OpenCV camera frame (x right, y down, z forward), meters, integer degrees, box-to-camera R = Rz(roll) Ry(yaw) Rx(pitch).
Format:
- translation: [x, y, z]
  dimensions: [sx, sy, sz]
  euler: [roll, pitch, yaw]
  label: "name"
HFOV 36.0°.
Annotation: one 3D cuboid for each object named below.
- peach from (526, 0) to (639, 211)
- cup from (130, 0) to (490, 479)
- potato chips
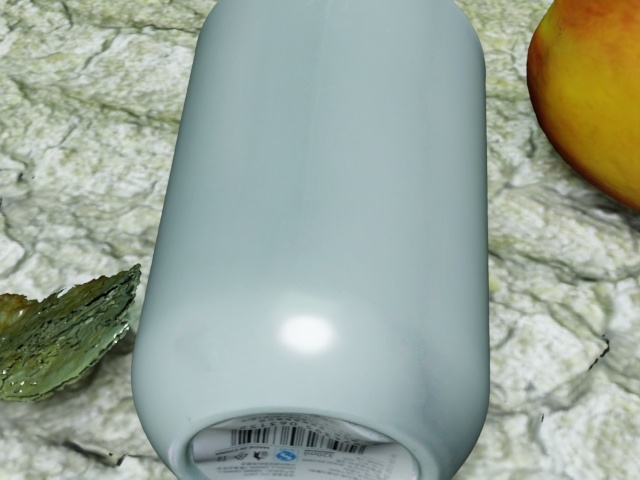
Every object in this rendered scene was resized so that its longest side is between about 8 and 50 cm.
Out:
- translation: [0.286, -0.119, 0.662]
  dimensions: [0.281, 0.238, 0.281]
  euler: [21, 14, -6]
  label: "peach"
- translation: [0.000, 0.000, 0.605]
  dimensions: [0.206, 0.205, 0.312]
  euler: [2, 51, 6]
  label: "cup"
- translation: [-0.173, 0.055, 0.624]
  dimensions: [0.142, 0.026, 0.209]
  euler: [-40, 23, -20]
  label: "potato chips"
